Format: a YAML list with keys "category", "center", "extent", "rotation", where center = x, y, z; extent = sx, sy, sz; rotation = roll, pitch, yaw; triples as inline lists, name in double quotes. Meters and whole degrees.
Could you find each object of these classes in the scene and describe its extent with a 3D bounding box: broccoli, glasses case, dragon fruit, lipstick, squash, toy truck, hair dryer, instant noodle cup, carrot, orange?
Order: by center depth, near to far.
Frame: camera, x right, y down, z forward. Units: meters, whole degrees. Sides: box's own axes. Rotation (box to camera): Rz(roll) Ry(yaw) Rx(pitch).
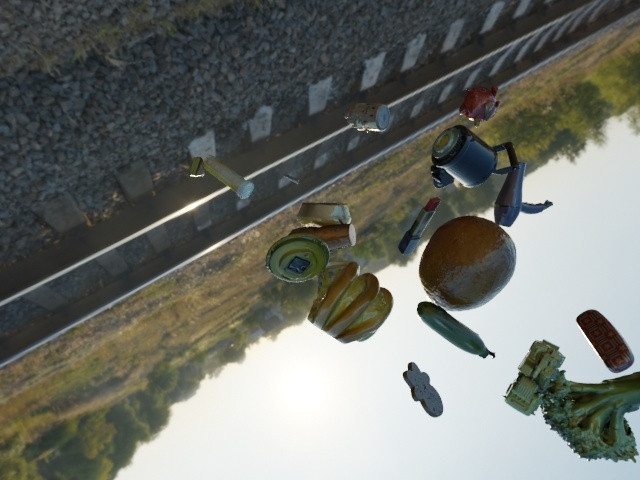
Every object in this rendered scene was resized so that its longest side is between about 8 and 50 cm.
- category: "toy truck"
  center: [0.529, 0.340, 1.065]
  extent: [0.116, 0.085, 0.191]
  rotation: [14, 103, -57]
- category: "glasses case"
  center: [0.731, 0.253, 1.099]
  extent: [0.073, 0.049, 0.195]
  rotation: [-44, -160, 25]
- category: "dragon fruit"
  center: [0.466, -0.408, 1.252]
  extent: [0.126, 0.112, 0.068]
  rotation: [-42, 157, -15]
- category: "broccoli"
  center: [0.878, 0.502, 1.276]
  extent: [0.396, 0.275, 0.353]
  rotation: [-23, 142, 20]
- category: "squash"
  center: [0.464, 0.315, 1.466]
  extent: [0.087, 0.331, 0.087]
  rotation: [-53, -173, 9]
- category: "orange"
  center: [0.520, 0.089, 1.548]
  extent: [0.357, 0.322, 0.322]
  rotation: [-61, 164, 21]
- category: "lipstick"
  center: [0.387, -0.059, 1.689]
  extent: [0.051, 0.051, 0.312]
  rotation: [-8, 143, -22]
- category: "carrot"
  center: [0.000, 0.000, 1.884]
  extent: [0.301, 0.139, 0.138]
  rotation: [-5, -177, 17]
- category: "hair dryer"
  center: [0.986, -0.205, 2.045]
  extent: [0.360, 0.301, 0.121]
  rotation: [5, -168, -30]
- category: "instant noodle cup"
  center: [0.094, 0.217, 2.208]
  extent: [0.264, 0.200, 0.264]
  rotation: [-5, -173, 1]

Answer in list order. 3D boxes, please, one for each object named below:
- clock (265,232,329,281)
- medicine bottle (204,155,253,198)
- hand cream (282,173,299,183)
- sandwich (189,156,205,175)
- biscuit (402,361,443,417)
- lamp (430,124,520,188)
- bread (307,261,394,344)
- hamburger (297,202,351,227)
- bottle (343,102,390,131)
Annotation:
- category: "clock"
  center: [-0.078, 0.077, 1.537]
  extent: [0.237, 0.237, 0.057]
  rotation: [-35, -142, 20]
- category: "medicine bottle"
  center: [-0.362, -0.250, 1.674]
  extent: [0.074, 0.218, 0.074]
  rotation: [-47, 161, -22]
- category: "hand cream"
  center: [-0.144, -0.311, 2.146]
  extent: [0.030, 0.093, 0.019]
  rotation: [-48, 163, -46]
- category: "sandwich"
  center: [-0.359, -0.206, 1.257]
  extent: [0.030, 0.083, 0.044]
  rotation: [-6, 142, 14]
- category: "biscuit"
  center: [0.425, 0.622, 1.776]
  extent: [0.039, 0.236, 0.180]
  rotation: [-41, 172, 32]
- category: "lamp"
  center: [0.634, -0.378, 1.882]
  extent: [0.373, 0.272, 0.205]
  rotation: [-20, -133, 30]
- category: "bread"
  center: [0.122, 0.221, 1.560]
  extent: [0.315, 0.270, 0.212]
  rotation: [-45, 159, -47]
- category: "hamburger"
  center: [0.015, -0.108, 2.034]
  extent: [0.226, 0.152, 0.295]
  rotation: [1, -172, -24]
- category: "bottle"
  center: [0.156, -0.424, 1.475]
  extent: [0.152, 0.099, 0.099]
  rotation: [13, -152, 38]
